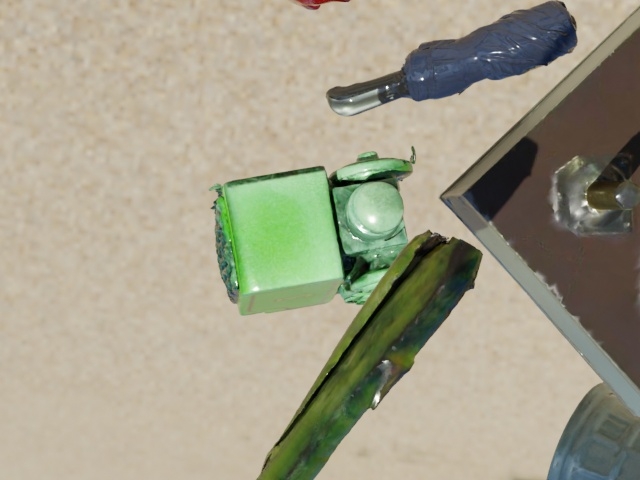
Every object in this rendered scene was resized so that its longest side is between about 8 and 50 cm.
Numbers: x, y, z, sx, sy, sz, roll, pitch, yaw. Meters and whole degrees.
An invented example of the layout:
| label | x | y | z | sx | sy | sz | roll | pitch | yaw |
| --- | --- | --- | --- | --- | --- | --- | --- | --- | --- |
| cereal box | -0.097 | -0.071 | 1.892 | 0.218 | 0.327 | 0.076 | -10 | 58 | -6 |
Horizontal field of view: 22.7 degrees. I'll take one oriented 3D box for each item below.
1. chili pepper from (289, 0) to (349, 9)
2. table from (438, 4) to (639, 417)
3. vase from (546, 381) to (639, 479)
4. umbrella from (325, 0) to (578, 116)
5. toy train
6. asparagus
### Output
| label | x | y | z | sx | sy | sz | roll | pitch | yaw |
| --- | --- | --- | --- | --- | --- | --- | --- | --- | --- |
| chili pepper | -0.026 | -0.241 | 1.229 | 0.110 | 0.110 | 0.387 | 13 | -168 | -20 |
| table | 0.180 | -0.054 | 0.587 | 0.121 | 0.240 | 0.111 | 47 | 173 | -7 |
| vase | 0.351 | 0.234 | 1.335 | 0.299 | 0.143 | 0.143 | 20 | 173 | 28 |
| umbrella | 0.127 | -0.163 | 1.529 | 0.248 | 0.071 | 0.071 | -22 | 161 | 6 |
| toy train | 0.000 | 0.000 | 1.426 | 0.188 | 0.132 | 0.243 | -9 | 172 | -4 |
| asparagus | -0.029 | 0.091 | 0.435 | 0.023 | 0.233 | 0.022 | 39 | 168 | -7 |
